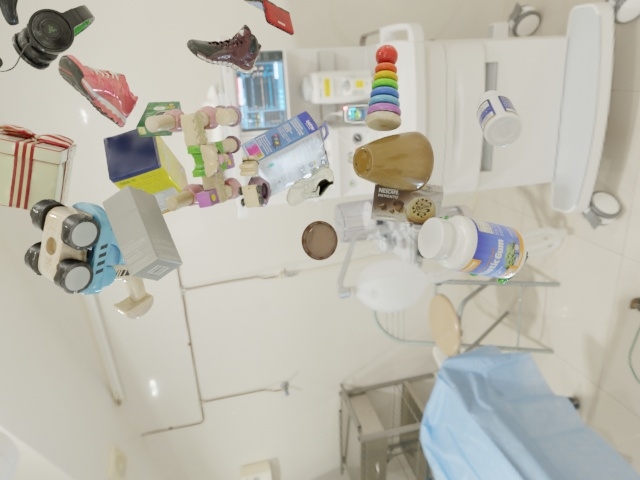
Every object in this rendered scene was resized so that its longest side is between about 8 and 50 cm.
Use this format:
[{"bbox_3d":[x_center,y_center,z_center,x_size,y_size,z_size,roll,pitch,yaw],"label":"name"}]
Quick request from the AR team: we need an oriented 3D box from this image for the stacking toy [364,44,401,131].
[{"bbox_3d":[0.255,-0.601,1.887,0.141,0.141,0.330,146,131,-76],"label":"stacking toy"}]

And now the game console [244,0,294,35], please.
[{"bbox_3d":[-0.171,-0.747,1.624,0.085,0.144,0.124,-17,83,34],"label":"game console"}]

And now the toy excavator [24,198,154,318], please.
[{"bbox_3d":[-0.743,0.086,1.680,0.222,0.445,0.432,20,101,29],"label":"toy excavator"}]

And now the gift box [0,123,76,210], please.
[{"bbox_3d":[-1.016,-0.264,1.700,0.276,0.255,0.258,-133,56,-64],"label":"gift box"}]

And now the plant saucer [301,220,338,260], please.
[{"bbox_3d":[0.000,0.000,2.057,0.029,0.169,0.168,-3,-96,-67],"label":"plant saucer"}]

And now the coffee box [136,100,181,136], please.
[{"bbox_3d":[-0.544,-0.413,1.644,0.184,0.113,0.040,-95,3,-49],"label":"coffee box"}]

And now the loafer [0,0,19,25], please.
[{"bbox_3d":[-0.867,-0.718,1.359,0.076,0.078,0.223,55,143,44],"label":"loafer"}]

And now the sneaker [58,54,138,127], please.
[{"bbox_3d":[-0.672,-0.484,1.490,0.116,0.136,0.314,34,170,15],"label":"sneaker"}]

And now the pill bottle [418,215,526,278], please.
[{"bbox_3d":[0.413,0.015,1.337,0.152,0.272,0.152,-171,90,-68],"label":"pill bottle"}]

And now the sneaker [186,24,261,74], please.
[{"bbox_3d":[-0.333,-0.717,1.751,0.162,0.281,0.106,-51,59,31],"label":"sneaker"}]

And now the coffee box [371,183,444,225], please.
[{"bbox_3d":[0.380,-0.169,2.148,0.119,0.297,0.168,-65,-18,-67],"label":"coffee box"}]

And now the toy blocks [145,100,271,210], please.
[{"bbox_3d":[-0.272,-0.244,1.378,0.260,0.309,0.288,-43,-52,-63],"label":"toy blocks"}]

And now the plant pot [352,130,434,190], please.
[{"bbox_3d":[0.259,-0.301,1.852,0.237,0.254,0.237,13,106,54],"label":"plant pot"}]

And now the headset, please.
[{"bbox_3d":[-0.920,-0.672,1.571,0.185,0.243,0.394,55,-135,-27],"label":"headset"}]

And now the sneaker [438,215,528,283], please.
[{"bbox_3d":[0.489,0.026,1.604,0.344,0.146,0.134,25,153,37],"label":"sneaker"}]

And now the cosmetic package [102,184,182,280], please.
[{"bbox_3d":[-0.487,-0.020,1.332,0.238,0.107,0.127,60,-170,18],"label":"cosmetic package"}]

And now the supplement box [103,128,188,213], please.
[{"bbox_3d":[-0.680,-0.268,1.947,0.356,0.194,0.195,73,179,-68],"label":"supplement box"}]

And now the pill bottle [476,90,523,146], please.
[{"bbox_3d":[0.546,-0.385,1.504,0.186,0.112,0.112,-87,1,-47],"label":"pill bottle"}]

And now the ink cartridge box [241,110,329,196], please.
[{"bbox_3d":[-0.123,-0.397,2.192,0.151,0.396,0.270,61,175,29],"label":"ink cartridge box"}]

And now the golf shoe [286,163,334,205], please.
[{"bbox_3d":[-0.032,-0.156,1.489,0.069,0.176,0.086,34,-156,-41],"label":"golf shoe"}]
